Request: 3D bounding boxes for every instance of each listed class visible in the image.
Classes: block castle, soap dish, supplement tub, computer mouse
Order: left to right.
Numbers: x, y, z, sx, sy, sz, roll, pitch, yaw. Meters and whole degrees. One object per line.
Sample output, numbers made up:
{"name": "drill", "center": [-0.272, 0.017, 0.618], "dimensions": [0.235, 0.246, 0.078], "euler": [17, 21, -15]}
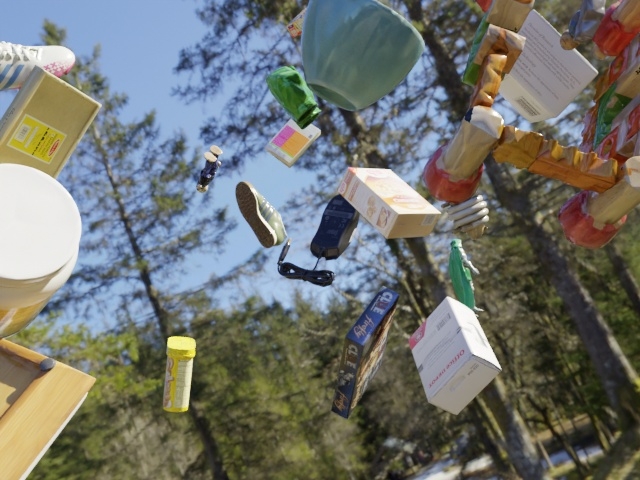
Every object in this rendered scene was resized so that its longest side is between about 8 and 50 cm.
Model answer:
{"name": "soap dish", "center": [-0.538, 0.284, 1.036], "dimensions": [0.291, 0.228, 0.118], "euler": [-58, -27, -36]}
{"name": "supplement tub", "center": [-0.576, 0.029, 1.173], "dimensions": [0.241, 0.241, 0.331], "euler": [-11, -15, -40]}
{"name": "computer mouse", "center": [0.000, 0.000, 1.643], "dimensions": [0.184, 0.262, 0.060], "euler": [4, -28, 33]}
{"name": "block castle", "center": [0.354, -0.235, 1.002], "dimensions": [0.302, 0.454, 0.213], "euler": [18, -24, 1]}

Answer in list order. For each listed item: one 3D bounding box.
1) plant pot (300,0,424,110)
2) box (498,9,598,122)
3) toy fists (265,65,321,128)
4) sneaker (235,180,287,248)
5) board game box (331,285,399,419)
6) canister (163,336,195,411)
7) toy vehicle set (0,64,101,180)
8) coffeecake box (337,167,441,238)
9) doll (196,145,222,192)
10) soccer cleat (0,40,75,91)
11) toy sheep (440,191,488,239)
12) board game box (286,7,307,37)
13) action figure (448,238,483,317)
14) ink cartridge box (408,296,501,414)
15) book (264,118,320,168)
{"name": "plant pot", "center": [0.069, -0.419, 1.534], "dimensions": [0.196, 0.290, 0.290], "euler": [-64, -19, -1]}
{"name": "box", "center": [0.429, -0.345, 1.338], "dimensions": [0.119, 0.182, 0.181], "euler": [-47, 3, 6]}
{"name": "toy fists", "center": [-0.069, -0.385, 1.749], "dimensions": [0.096, 0.142, 0.279], "euler": [-41, 1, 6]}
{"name": "sneaker", "center": [-0.150, -0.068, 1.726], "dimensions": [0.064, 0.192, 0.086], "euler": [-35, -13, 30]}
{"name": "board game box", "center": [0.091, 0.233, 1.360], "dimensions": [0.165, 0.042, 0.243], "euler": [-48, -25, -43]}
{"name": "canister", "center": [-0.377, 0.354, 1.752], "dimensions": [0.073, 0.170, 0.126], "euler": [5, 5, -13]}
{"name": "toy vehicle set", "center": [-0.598, -0.215, 1.391], "dimensions": [0.267, 0.035, 0.166], "euler": [-58, -28, -1]}
{"name": "coffeecake box", "center": [0.152, -0.086, 1.477], "dimensions": [0.142, 0.185, 0.068], "euler": [-4, -52, -41]}
{"name": "doll", "center": [-0.352, -0.213, 2.068], "dimensions": [0.129, 0.046, 0.189], "euler": [-58, -1, -41]}
{"name": "soccer cleat", "center": [-0.798, -0.456, 1.692], "dimensions": [0.331, 0.116, 0.143], "euler": [-28, -37, -25]}
{"name": "toy sheep", "center": [0.300, -0.064, 1.359], "dimensions": [0.091, 0.132, 0.091], "euler": [-21, 4, 2]}
{"name": "board game box", "center": [0.004, -0.706, 2.027], "dimensions": [0.193, 0.045, 0.147], "euler": [-15, 29, 36]}
{"name": "action figure", "center": [0.403, 0.101, 1.858], "dimensions": [0.063, 0.232, 0.137], "euler": [-5, -23, -8]}
{"name": "ink cartridge box", "center": [0.301, 0.260, 1.508], "dimensions": [0.092, 0.218, 0.159], "euler": [30, -67, -19]}
{"name": "book", "center": [-0.081, -0.294, 1.925], "dimensions": [0.144, 0.096, 0.035], "euler": [-49, -13, -17]}
